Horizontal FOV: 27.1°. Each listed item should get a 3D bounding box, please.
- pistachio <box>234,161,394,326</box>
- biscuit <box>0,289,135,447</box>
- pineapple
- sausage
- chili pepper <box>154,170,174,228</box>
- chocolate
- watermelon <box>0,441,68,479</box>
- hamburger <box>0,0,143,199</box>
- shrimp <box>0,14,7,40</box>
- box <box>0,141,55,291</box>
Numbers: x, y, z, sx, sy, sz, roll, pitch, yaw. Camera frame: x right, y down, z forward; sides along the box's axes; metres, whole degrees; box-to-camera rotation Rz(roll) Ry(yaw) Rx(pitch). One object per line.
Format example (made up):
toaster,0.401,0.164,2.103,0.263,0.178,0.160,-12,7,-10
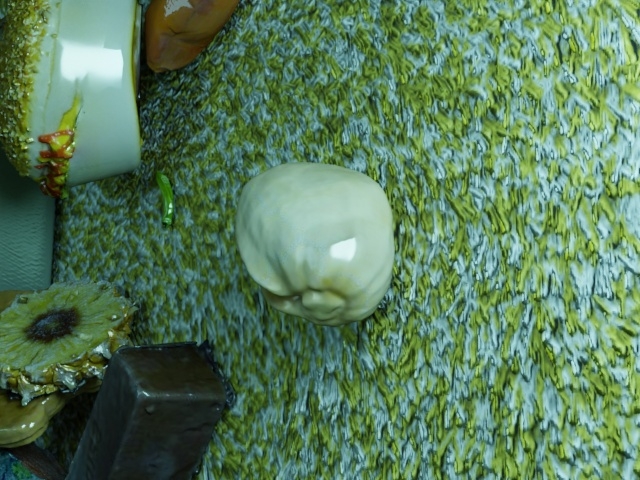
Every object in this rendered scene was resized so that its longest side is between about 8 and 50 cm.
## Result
pistachio,0.000,0.000,1.228,0.145,0.117,0.200,-35,33,-2
biscuit,-0.399,0.159,1.658,0.376,0.051,0.269,-5,38,20
pineapple,-0.315,0.115,1.596,0.221,0.221,0.047,44,158,51
sausage,-0.146,-0.272,1.530,0.179,0.089,0.089,-49,45,30
chili pepper,-0.189,-0.053,1.594,0.030,0.017,0.083,-41,51,45
chocolate,-0.213,0.255,1.468,0.112,0.112,0.321,49,122,46
watermelon,-0.383,0.306,1.667,0.318,0.226,0.148,16,96,22
hamburger,-0.304,-0.199,1.601,0.276,0.179,0.294,145,126,-78
shrimp,-0.485,-0.288,2.056,0.187,0.052,0.132,-4,78,52
box,-0.520,-0.057,1.944,0.352,0.177,0.343,-14,71,53
